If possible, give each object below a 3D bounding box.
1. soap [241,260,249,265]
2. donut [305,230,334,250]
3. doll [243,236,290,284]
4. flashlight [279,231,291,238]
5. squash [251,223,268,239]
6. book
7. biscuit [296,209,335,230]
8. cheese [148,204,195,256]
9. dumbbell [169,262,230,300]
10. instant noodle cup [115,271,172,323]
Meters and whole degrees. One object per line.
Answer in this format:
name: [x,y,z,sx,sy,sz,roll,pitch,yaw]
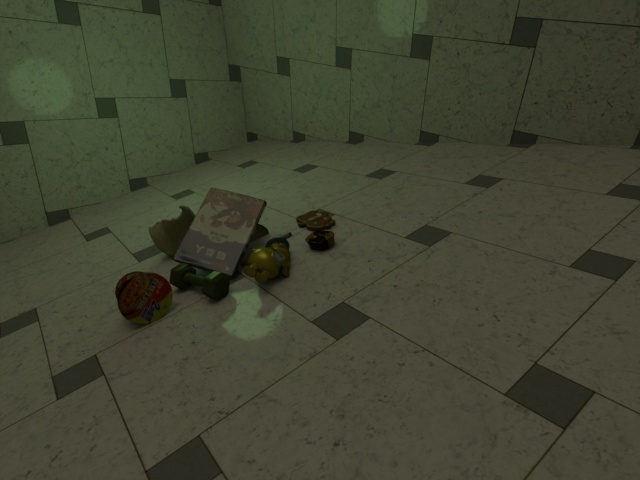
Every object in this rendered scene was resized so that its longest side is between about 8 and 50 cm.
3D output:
soap: [-0.328,0.106,1.976,0.089,0.012,0.034,-5,28,14]
donut: [0.000,0.000,1.997,0.141,0.059,0.140,-10,26,5]
doll: [-0.211,0.089,1.854,0.200,0.145,0.363,35,26,2]
flashlight: [-0.184,-0.018,2.152,0.083,0.018,0.018,-28,29,-30]
squash: [-0.435,-0.022,2.170,0.289,0.111,0.203,-5,29,10]
book: [-0.467,-0.047,1.993,0.300,0.039,0.427,15,63,9]
biscuit: [-0.027,-0.107,2.245,0.184,0.035,0.249,-22,29,-19]
cheese: [-0.764,-0.051,2.238,0.127,0.233,0.266,-5,23,38]
dumbbell: [-0.524,0.174,1.820,0.302,0.121,0.108,8,4,36]
instant noodle cup: [-0.740,0.218,1.734,0.213,0.213,0.174,-29,23,-31]
